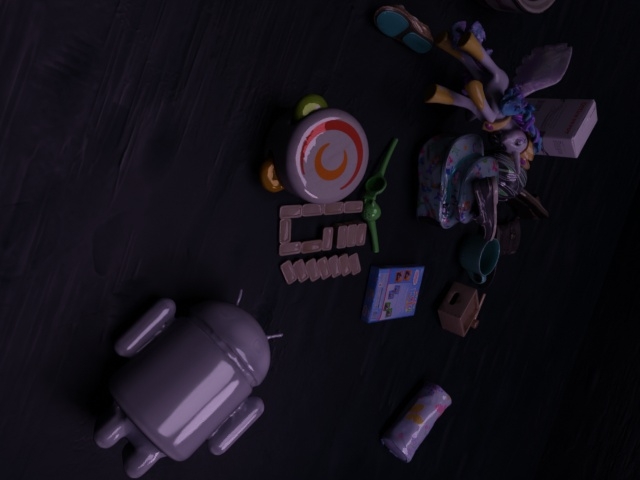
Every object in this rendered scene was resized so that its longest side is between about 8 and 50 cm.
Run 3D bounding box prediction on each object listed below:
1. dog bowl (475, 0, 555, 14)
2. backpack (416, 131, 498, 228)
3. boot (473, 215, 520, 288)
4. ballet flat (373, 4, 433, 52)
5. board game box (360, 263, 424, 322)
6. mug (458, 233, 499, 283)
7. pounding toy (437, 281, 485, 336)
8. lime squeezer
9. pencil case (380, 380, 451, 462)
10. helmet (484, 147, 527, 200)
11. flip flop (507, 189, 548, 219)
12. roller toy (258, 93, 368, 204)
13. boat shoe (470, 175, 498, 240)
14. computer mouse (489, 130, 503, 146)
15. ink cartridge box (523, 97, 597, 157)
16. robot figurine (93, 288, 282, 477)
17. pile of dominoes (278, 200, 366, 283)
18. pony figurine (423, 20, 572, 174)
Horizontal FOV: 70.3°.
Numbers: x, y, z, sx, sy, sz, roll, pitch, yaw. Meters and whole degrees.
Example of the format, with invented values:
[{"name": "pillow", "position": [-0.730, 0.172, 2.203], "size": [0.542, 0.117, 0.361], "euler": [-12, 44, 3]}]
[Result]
[{"name": "dog bowl", "position": [0.522, -0.818, 1.213], "size": [0.408, 0.151, 0.407], "euler": [-14, 112, -39]}, {"name": "backpack", "position": [0.382, -0.176, 1.282], "size": [0.225, 0.191, 0.253], "euler": [-23, 113, -34]}, {"name": "boot", "position": [0.660, 0.042, 1.666], "size": [0.229, 0.091, 0.262], "euler": [-3, 106, -44]}, {"name": "ballet flat", "position": [0.195, -0.518, 1.085], "size": [0.206, 0.073, 0.067], "euler": [11, 69, -46]}, {"name": "board game box", "position": [0.214, 0.150, 1.330], "size": [0.212, 0.039, 0.159], "euler": [2, 103, -42]}, {"name": "mug", "position": [0.525, 0.056, 1.540], "size": [0.130, 0.098, 0.157], "euler": [26, 86, -44]}, {"name": "pounding toy", "position": [0.494, 0.236, 1.583], "size": [0.181, 0.094, 0.206], "euler": [-53, 141, -23]}, {"name": "lime squeezer", "position": [0.153, -0.113, 1.175], "size": [0.110, 0.059, 0.309], "euler": [-1, 104, -42]}, {"name": "pencil case", "position": [0.327, 0.608, 1.533], "size": [0.273, 0.114, 0.124], "euler": [-44, 138, -23]}, {"name": "helmet", "position": [0.569, -0.210, 1.447], "size": [0.170, 0.162, 0.169], "euler": [-15, 114, -38]}, {"name": "flip flop", "position": [0.778, -0.147, 1.711], "size": [0.277, 0.112, 0.080], "euler": [30, 68, -38]}, {"name": "roller toy", "position": [-0.013, -0.177, 0.941], "size": [0.191, 0.146, 0.209], "euler": [19, 96, -35]}, {"name": "boat shoe", "position": [0.432, -0.081, 1.209], "size": [0.075, 0.065, 0.206], "euler": [-81, 162, -47]}, {"name": "computer mouse", "position": [0.642, -0.303, 1.567], "size": [0.242, 0.071, 0.041], "euler": [40, 35, -38]}, {"name": "ink cartridge box", "position": [0.760, -0.378, 1.512], "size": [0.171, 0.237, 0.100], "euler": [-57, 133, -12]}, {"name": "robot figurine", "position": [-0.237, 0.250, 0.841], "size": [0.353, 0.200, 0.299], "euler": [-42, 104, -24]}, {"name": "pile of dominoes", "position": [0.000, 0.000, 1.103], "size": [0.252, 0.040, 0.195], "euler": [-6, 109, -32]}, {"name": "pony figurine", "position": [0.439, -0.385, 1.157], "size": [0.364, 0.303, 0.350], "euler": [29, 63, -29]}]
